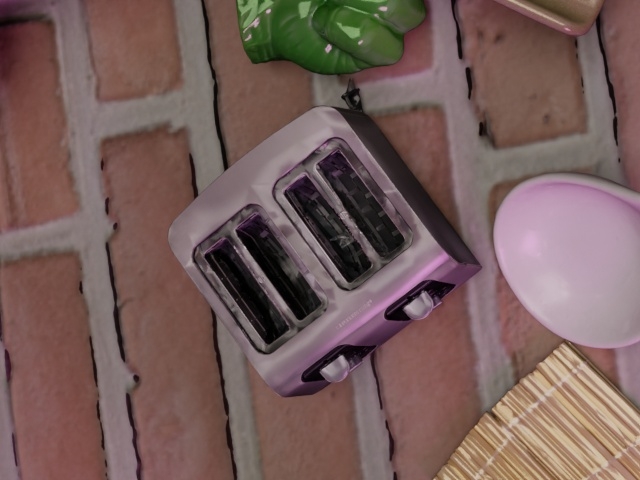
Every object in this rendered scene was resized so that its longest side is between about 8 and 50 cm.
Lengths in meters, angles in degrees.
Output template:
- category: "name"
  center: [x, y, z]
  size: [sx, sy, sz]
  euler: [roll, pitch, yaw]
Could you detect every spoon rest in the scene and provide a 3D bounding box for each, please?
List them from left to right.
- category: "spoon rest"
  center: [0.220, -0.009, 0.886]
  size: [0.276, 0.084, 0.137]
  euler: [-30, 94, 47]

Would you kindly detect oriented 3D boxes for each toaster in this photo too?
- category: "toaster"
  center: [0.000, 0.000, 0.983]
  size: [0.168, 0.110, 0.186]
  euler: [-37, 81, 11]

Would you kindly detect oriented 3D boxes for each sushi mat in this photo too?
- category: "sushi mat"
  center: [0.236, 0.233, 0.969]
  size: [0.316, 0.019, 0.151]
  euler: [45, 102, 11]

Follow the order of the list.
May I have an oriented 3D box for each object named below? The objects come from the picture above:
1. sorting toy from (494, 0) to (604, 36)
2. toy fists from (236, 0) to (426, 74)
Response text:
- category: "sorting toy"
  center: [0.175, -0.259, 0.904]
  size: [0.307, 0.041, 0.229]
  euler: [26, 89, 3]
- category: "toy fists"
  center: [0.007, -0.262, 0.986]
  size: [0.142, 0.096, 0.279]
  euler: [-4, 88, 13]
